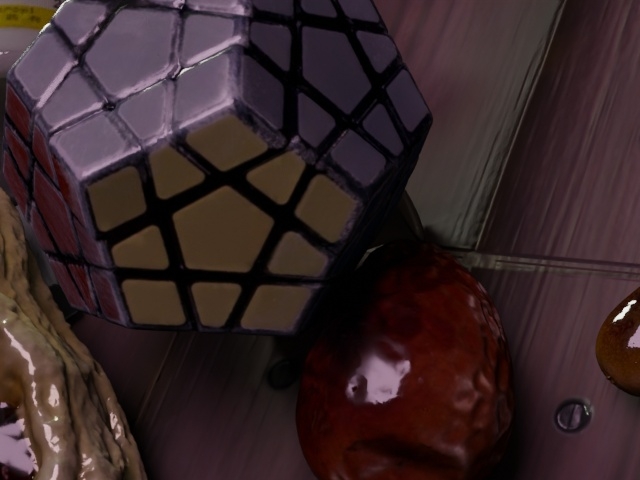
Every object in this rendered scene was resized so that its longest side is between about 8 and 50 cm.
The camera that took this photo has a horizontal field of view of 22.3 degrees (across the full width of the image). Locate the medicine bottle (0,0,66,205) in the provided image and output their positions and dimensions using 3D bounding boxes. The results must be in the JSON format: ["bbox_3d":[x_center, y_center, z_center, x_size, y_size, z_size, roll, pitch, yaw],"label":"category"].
[{"bbox_3d":[-0.278,-0.222,1.542,0.208,0.208,0.340,-17,51,17],"label":"medicine bottle"}]

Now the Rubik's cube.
[{"bbox_3d":[-0.078,-0.070,1.187,0.264,0.319,0.319,32,73,7],"label":"Rubik's cube"}]

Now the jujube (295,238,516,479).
[{"bbox_3d":[0.060,0.092,1.173,0.168,0.168,0.236,-20,33,15],"label":"jujube"}]

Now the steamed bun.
[{"bbox_3d":[-0.317,0.110,1.278,0.247,0.189,0.428,-32,61,4],"label":"steamed bun"}]

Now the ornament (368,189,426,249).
[{"bbox_3d":[0.000,0.000,1.323,0.156,0.075,0.081,-25,32,12],"label":"ornament"}]

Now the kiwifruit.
[{"bbox_3d":[0.250,0.061,1.143,0.124,0.075,0.075,-38,48,-7],"label":"kiwifruit"}]

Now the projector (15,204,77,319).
[{"bbox_3d":[-0.296,0.049,1.452,0.147,0.061,0.115,-29,47,7],"label":"projector"}]
